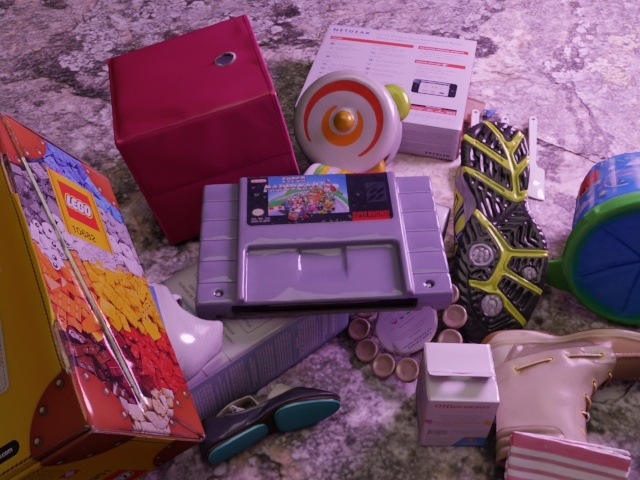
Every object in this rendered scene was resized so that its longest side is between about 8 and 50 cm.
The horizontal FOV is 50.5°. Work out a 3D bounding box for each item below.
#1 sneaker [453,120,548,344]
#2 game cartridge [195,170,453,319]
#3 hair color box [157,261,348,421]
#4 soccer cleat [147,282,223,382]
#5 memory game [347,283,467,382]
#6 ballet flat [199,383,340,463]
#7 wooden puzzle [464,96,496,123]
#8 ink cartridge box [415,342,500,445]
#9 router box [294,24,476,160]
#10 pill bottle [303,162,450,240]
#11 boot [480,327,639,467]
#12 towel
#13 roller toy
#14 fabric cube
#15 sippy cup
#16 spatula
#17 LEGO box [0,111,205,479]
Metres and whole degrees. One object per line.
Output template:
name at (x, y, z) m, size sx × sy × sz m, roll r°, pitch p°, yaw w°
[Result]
sneaker at (0.289, -0.003, 1.120) m, size 0.145 × 0.147 × 0.385 m, roll 6°, pitch 66°, yaw 8°
game cartridge at (0.000, 0.000, 0.997) m, size 0.355 × 0.068 × 0.230 m, roll -3°, pitch 57°, yaw -2°
hair color box at (-0.157, 0.136, 1.003) m, size 0.374 × 0.113 × 0.185 m, roll -31°, pitch 53°, yaw -26°
soccer cleat at (-0.276, 0.097, 0.908) m, size 0.331 × 0.116 × 0.143 m, roll 25°, pitch 29°, yaw 27°
memory game at (0.131, 0.125, 1.029) m, size 0.186 × 0.012 × 0.186 m, roll -12°, pitch 58°, yaw 19°
ballet flat at (-0.074, 0.237, 0.940) m, size 0.203 × 0.074 × 0.074 m, roll -20°, pitch 50°, yaw -14°
wooden puzzle at (0.310, -0.282, 1.458) m, size 0.116 × 0.014 × 0.078 m, roll 30°, pitch 59°, yaw 26°
ink cartridge box at (0.182, 0.204, 0.915) m, size 0.092 × 0.143 × 0.090 m, roll 1°, pitch 47°, yaw 1°
router box at (0.145, -0.322, 1.435) m, size 0.335 × 0.082 × 0.301 m, roll 10°, pitch 52°, yaw 11°
pill bottle at (0.086, -0.038, 1.147) m, size 0.245 × 0.136 × 0.136 m, roll 16°, pitch 49°, yaw 15°
boot at (0.360, 0.223, 0.929) m, size 0.262 × 0.095 × 0.203 m, roll 1°, pitch 47°, yaw 4°
towel at (0.288, 0.338, 0.808) m, size 0.144 × 0.029 × 0.197 m, roll 8°, pitch 78°, yaw 10°
roller toy at (0.051, -0.207, 1.250) m, size 0.191 × 0.146 × 0.209 m, roll 18°, pitch 94°, yaw 10°
fabric cube at (-0.196, -0.194, 1.187) m, size 0.258 × 0.259 × 0.254 m, roll -18°, pitch 49°, yaw -2°
sippy cup at (0.506, -0.023, 1.085) m, size 0.305 × 0.240 × 0.224 m, roll 18°, pitch 38°, yaw 4°
spatula at (0.360, -0.181, 1.351) m, size 0.168 × 0.019 × 0.242 m, roll 9°, pitch 51°, yaw 7°
LEGO box at (-0.434, 0.166, 0.741) m, size 0.500 × 0.193 × 0.372 m, roll -32°, pitch 63°, yaw 8°
